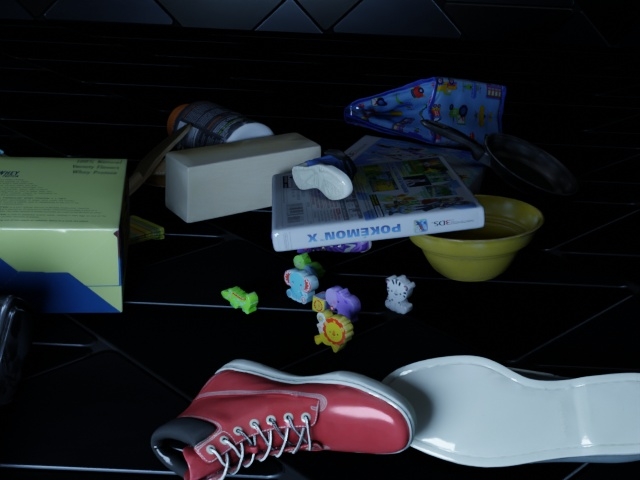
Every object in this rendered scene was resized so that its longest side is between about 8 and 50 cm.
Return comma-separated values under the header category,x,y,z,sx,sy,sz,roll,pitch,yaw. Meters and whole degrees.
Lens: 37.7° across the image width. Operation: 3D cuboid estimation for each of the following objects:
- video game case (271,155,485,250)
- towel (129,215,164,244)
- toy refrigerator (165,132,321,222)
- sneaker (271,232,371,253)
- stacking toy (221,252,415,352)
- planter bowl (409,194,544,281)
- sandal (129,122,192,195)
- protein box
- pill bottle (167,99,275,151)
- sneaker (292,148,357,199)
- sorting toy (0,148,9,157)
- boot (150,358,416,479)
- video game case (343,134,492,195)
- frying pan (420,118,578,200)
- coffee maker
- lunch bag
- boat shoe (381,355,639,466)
category,x,y,z,sx,sy,sz,roll,pitch,yaw
video game case,0.074,-0.065,1.456,0.299,0.036,0.329,-7,18,-1
towel,-0.367,0.005,1.453,0.237,0.021,0.102,-18,25,-39
toy refrigerator,-0.136,-0.116,1.654,0.269,0.102,0.094,-14,30,-33
sneaker,0.000,0.000,1.471,0.169,0.068,0.071,5,35,28
stacking toy,0.000,0.071,1.290,0.221,0.052,0.167,19,28,36
planter bowl,0.227,0.004,1.419,0.217,0.090,0.217,-3,21,1
sandal,-0.292,-0.115,1.693,0.088,0.079,0.240,-19,24,43
protein box,-0.370,-0.011,1.298,0.199,0.136,0.201,0,32,-8
pill bottle,-0.199,-0.194,1.798,0.130,0.130,0.245,-14,29,-35
sneaker,0.027,-0.104,1.437,0.084,0.058,0.152,-25,18,-24
sorting toy,-0.637,-0.163,1.807,0.083,0.045,0.075,5,4,5
boot,-0.039,0.200,0.939,0.244,0.088,0.176,4,22,25
video game case,0.169,-0.125,1.769,0.269,0.061,0.244,11,25,18
frying pan,0.343,-0.138,1.736,0.326,0.053,0.197,1,39,-37
coffee maker,-0.420,0.090,1.044,0.178,0.171,0.120,6,6,3
lunch bag,0.210,-0.269,1.996,0.221,0.138,0.293,-1,6,-40
boat shoe,0.219,0.193,1.011,0.319,0.116,0.099,0,-21,10
